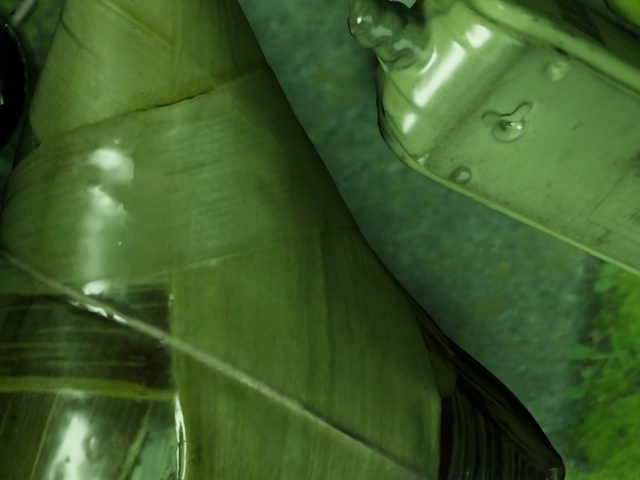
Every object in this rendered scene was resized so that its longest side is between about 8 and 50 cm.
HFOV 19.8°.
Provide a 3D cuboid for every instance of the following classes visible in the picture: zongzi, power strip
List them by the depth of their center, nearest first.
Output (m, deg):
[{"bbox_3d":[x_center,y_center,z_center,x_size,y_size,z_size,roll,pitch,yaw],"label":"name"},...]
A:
[{"bbox_3d":[0.000,0.000,0.784,0.289,0.154,0.317,8,101,-39],"label":"zongzi"},{"bbox_3d":[0.162,-0.029,0.838,0.387,0.066,0.092,23,119,-32],"label":"power strip"}]

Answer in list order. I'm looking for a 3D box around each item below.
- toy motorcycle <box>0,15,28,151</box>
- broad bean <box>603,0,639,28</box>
[{"bbox_3d":[-0.232,-0.060,0.660,0.272,0.123,0.182,40,80,-45],"label":"toy motorcycle"},{"bbox_3d":[0.152,-0.116,0.779,0.083,0.045,0.063,23,116,-20],"label":"broad bean"}]
